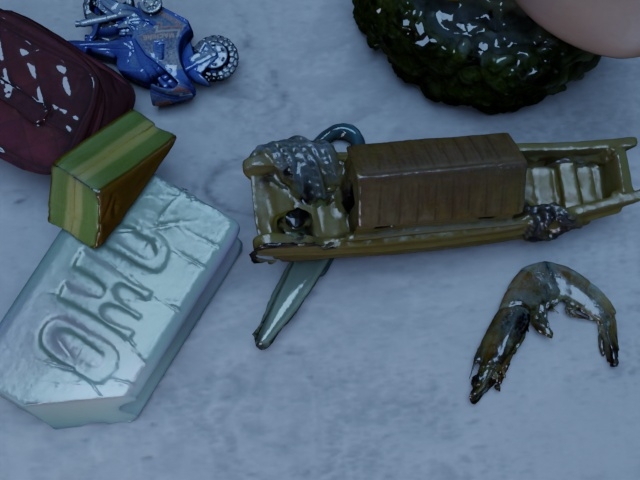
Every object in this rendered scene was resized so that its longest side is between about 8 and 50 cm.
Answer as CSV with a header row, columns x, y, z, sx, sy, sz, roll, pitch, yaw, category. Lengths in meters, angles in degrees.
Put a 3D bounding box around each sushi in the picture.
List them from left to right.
x,y,z,sx,sy,sz,roll,pitch,yaw,category
0.221,-0.317,1.498,0.294,0.178,0.352,38,78,8,sushi

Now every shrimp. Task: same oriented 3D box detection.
x,y,z,sx,sy,sz,roll,pitch,yaw,category
0.257,0.122,1.446,0.147,0.035,0.195,30,74,5,shrimp

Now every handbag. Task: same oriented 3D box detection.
x,y,z,sx,sy,sz,roll,pitch,yaw,category
-0.332,-0.170,1.452,0.225,0.135,0.146,32,99,8,handbag

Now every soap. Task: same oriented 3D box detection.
x,y,z,sx,sy,sz,roll,pitch,yaw,category
-0.230,0.071,1.416,0.172,0.095,0.290,30,75,8,soap

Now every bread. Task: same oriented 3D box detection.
x,y,z,sx,sy,sz,roll,pitch,yaw,category
-0.225,-0.070,1.404,0.074,0.084,0.139,29,44,15,bread

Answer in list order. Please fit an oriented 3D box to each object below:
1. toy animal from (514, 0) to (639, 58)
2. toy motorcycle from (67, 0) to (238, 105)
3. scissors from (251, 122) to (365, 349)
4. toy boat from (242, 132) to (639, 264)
x,y,z,sx,sy,sz,roll,pitch,yaw,category
0.257,-0.360,1.294,0.345,0.277,0.247,23,66,5,toy animal
-0.201,-0.224,1.519,0.205,0.076,0.114,28,82,7,toy motorcycle
0.000,0.000,1.469,0.138,0.041,0.289,28,71,6,scissors
0.135,-0.061,1.406,0.445,0.162,0.136,-4,73,-12,toy boat
